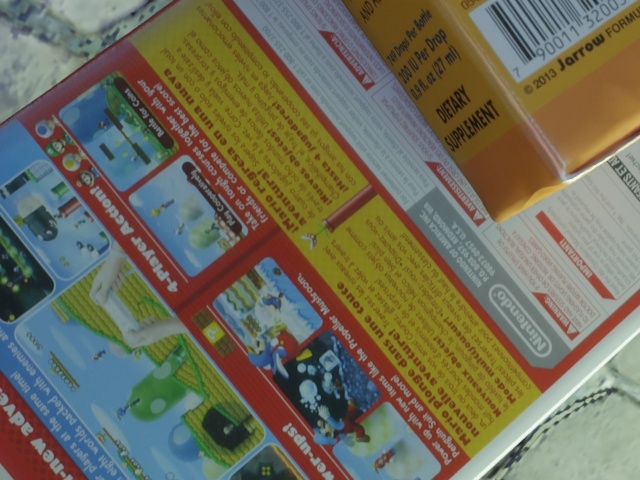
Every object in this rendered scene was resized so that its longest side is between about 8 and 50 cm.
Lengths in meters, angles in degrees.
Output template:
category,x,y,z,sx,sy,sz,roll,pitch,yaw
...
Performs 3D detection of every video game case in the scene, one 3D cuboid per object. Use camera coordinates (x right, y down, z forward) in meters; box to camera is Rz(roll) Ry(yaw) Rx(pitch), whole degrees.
category,x,y,z,sx,sy,sz,roll,pitch,yaw
video game case,0.000,0.000,0.440,0.285,0.025,0.204,-39,89,-15

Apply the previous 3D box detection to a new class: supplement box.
category,x,y,z,sx,sy,sz,roll,pitch,yaw
supplement box,0.032,-0.125,0.415,0.080,0.078,0.233,-33,87,-13
